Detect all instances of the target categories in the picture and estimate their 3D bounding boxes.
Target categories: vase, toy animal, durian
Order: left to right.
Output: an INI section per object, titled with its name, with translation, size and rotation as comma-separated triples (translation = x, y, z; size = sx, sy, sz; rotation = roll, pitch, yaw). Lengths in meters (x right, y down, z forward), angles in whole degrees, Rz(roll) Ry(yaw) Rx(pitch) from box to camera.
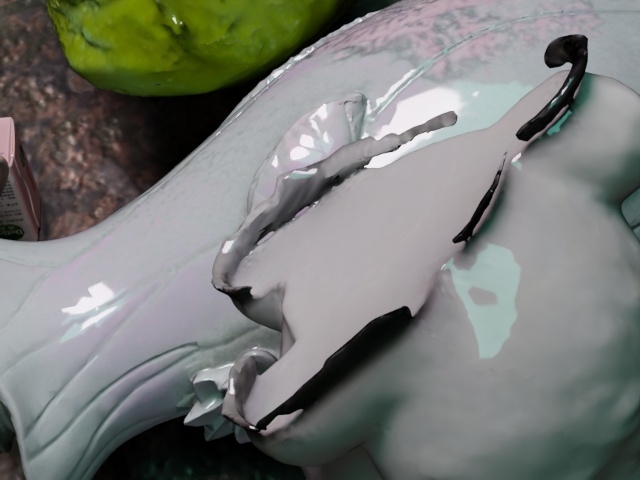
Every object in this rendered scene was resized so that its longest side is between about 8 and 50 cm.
[durian]
translation = -0.076, -0.211, 0.999
size = 0.256, 0.204, 0.339
rotation = -17, 41, -9
[vase]
translation = 0.000, 0.000, 0.874
size = 0.445, 0.250, 0.250
rotation = -23, 58, -7
[toy animal]
translation = 0.115, 0.111, 0.709
size = 0.258, 0.357, 0.194
rotation = -32, 26, 21

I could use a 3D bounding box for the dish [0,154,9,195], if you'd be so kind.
[dish]
translation = -0.291, 0.003, 0.874
size = 0.229, 0.229, 0.081
rotation = -41, 89, -22

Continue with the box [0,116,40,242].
[box]
translation = -0.255, -0.034, 0.984
size = 0.125, 0.089, 0.043
rotation = -4, 55, -1
